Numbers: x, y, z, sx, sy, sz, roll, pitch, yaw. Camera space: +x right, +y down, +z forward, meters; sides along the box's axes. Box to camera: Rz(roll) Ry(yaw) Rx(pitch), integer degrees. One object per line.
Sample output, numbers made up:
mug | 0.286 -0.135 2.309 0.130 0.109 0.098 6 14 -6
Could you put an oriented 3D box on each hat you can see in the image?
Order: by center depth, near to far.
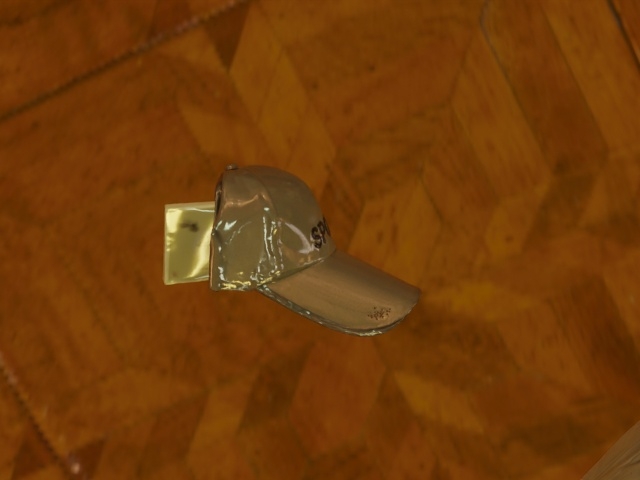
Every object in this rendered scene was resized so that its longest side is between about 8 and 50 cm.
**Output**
hat | 0.000 0.000 1.519 0.175 0.147 0.085 20 110 0

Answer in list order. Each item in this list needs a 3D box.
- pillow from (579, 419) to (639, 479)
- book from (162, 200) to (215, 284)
pillow | 0.132 0.165 1.046 0.051 0.128 0.229 37 126 -2
book | -0.089 0.000 1.816 0.111 0.014 0.077 -5 116 -16
